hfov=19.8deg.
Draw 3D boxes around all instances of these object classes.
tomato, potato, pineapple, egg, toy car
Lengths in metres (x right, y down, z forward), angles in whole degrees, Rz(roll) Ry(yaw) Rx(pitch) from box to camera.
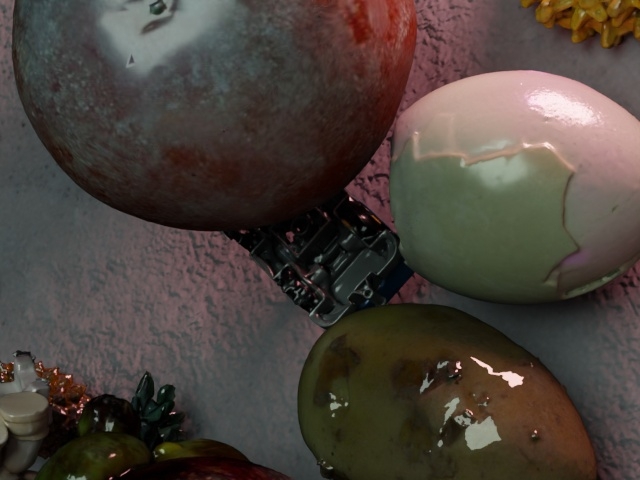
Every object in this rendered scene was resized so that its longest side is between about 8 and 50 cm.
[{"bbox_3d":[-0.084,-0.159,1.426,0.317,0.282,0.316,-1,87,17],"label":"tomato"},{"bbox_3d":[0.095,0.135,1.402,0.262,0.165,0.165,17,80,38],"label":"potato"},{"bbox_3d":[-0.218,0.151,1.608,0.221,0.083,0.103,13,79,30],"label":"pineapple"},{"bbox_3d":[0.165,-0.042,1.415,0.217,0.183,0.183,-3,70,15],"label":"egg"},{"bbox_3d":[0.000,0.000,1.535,0.097,0.100,0.191,-48,58,4],"label":"toy car"}]

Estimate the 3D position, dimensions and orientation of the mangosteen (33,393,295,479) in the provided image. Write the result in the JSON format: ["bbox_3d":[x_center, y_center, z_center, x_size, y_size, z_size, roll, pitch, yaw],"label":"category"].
[{"bbox_3d":[-0.117,0.293,1.361,0.330,0.330,0.330,-10,67,25],"label":"mangosteen"}]

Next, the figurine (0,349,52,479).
[{"bbox_3d":[-0.282,0.227,1.530,0.144,0.182,0.256,28,126,42],"label":"figurine"}]

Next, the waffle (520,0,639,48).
[{"bbox_3d":[0.244,-0.258,1.516,0.197,0.070,0.193,-31,59,16],"label":"waffle"}]
